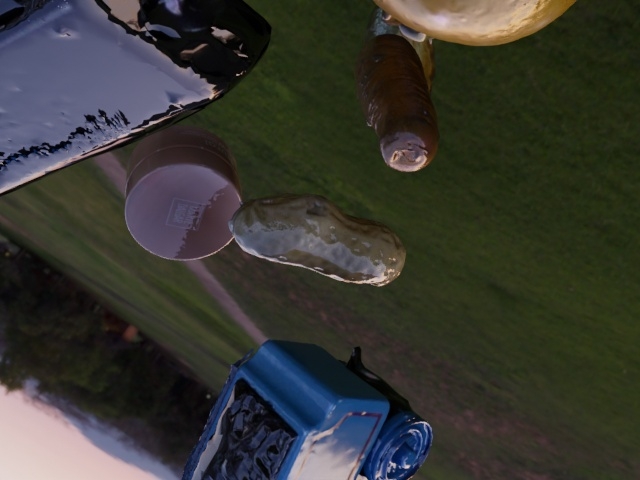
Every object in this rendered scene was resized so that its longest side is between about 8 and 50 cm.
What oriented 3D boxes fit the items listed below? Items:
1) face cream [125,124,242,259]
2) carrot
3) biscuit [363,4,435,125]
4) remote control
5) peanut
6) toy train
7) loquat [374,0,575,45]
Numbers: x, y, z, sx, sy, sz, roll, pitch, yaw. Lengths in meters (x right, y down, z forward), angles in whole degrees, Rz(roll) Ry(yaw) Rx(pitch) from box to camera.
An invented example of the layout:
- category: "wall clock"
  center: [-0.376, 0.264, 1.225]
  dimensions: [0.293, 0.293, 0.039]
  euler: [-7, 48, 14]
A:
- category: "face cream"
  center: [-0.178, -0.062, 1.020]
  dimensions: [0.149, 0.149, 0.104]
  euler: [46, -164, -34]
- category: "carrot"
  center: [0.057, -0.111, 0.604]
  dimensions: [0.060, 0.060, 0.186]
  euler: [42, -158, -25]
- category: "biscuit"
  center: [0.167, -0.387, 1.736]
  dimensions: [0.078, 0.335, 0.329]
  euler: [7, 139, 31]
- category: "remote control"
  center: [-0.217, -0.060, 0.441]
  dimensions: [0.399, 0.062, 0.145]
  euler: [-16, 152, 34]
- category: "peanut"
  center: [0.000, 0.000, 0.914]
  dimensions: [0.214, 0.099, 0.099]
  euler: [22, 164, -12]
- category: "toy train"
  center: [-0.020, 0.279, 0.972]
  dimensions: [0.265, 0.300, 0.188]
  euler: [16, -168, -45]
- category: "loquat"
  center: [0.159, -0.355, 0.853]
  dimensions: [0.328, 0.328, 0.359]
  euler: [30, 144, 8]
